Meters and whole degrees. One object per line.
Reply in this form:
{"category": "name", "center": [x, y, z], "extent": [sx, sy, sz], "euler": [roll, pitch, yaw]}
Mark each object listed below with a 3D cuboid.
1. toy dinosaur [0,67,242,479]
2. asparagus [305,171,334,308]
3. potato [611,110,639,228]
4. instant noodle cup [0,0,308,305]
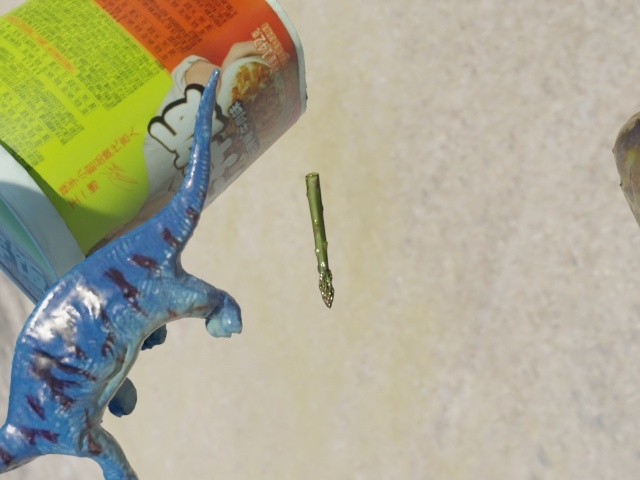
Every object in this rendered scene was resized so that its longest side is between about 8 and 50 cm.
{"category": "toy dinosaur", "center": [-0.127, 0.064, 0.917], "extent": [0.076, 0.329, 0.144], "euler": [37, 175, 45]}
{"category": "asparagus", "center": [0.000, 0.000, 1.316], "extent": [0.015, 0.014, 0.114], "euler": [-24, -74, -71]}
{"category": "potato", "center": [0.512, -0.066, 2.066], "extent": [0.237, 0.301, 0.288], "euler": [40, 166, -36]}
{"category": "instant noodle cup", "center": [-0.188, -0.116, 1.425], "extent": [0.294, 0.308, 0.294], "euler": [43, 161, 19]}
